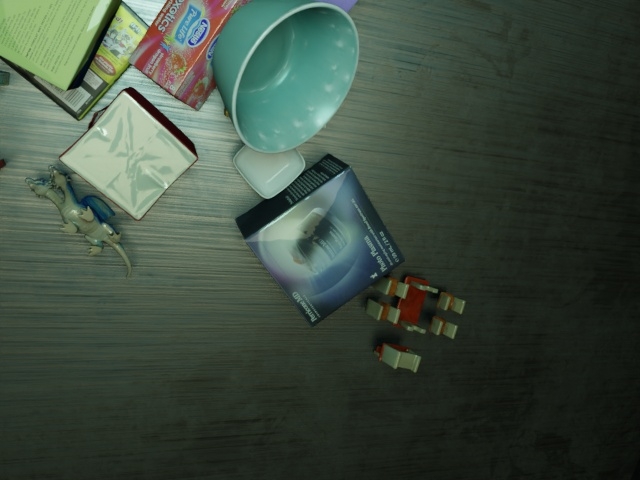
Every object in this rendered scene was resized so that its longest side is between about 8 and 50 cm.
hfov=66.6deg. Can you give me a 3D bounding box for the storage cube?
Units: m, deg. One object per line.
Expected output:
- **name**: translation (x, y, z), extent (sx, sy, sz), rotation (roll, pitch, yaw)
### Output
- **storage cube**: translation (-0.384, -0.184, 1.011), extent (0.183, 0.193, 0.215), rotation (-45, 114, 2)

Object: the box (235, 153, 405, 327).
- **box**: translation (0.000, 0.000, 1.205), extent (0.294, 0.183, 0.296), rotation (-35, 115, -1)

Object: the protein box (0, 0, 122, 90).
- **protein box**: translation (-0.506, -0.415, 0.883), extent (0.201, 0.136, 0.200), rotation (28, 99, -24)

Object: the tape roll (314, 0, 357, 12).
- **tape roll**: translation (0.049, -0.572, 0.963), extent (0.090, 0.275, 0.275), rotation (24, 100, -23)

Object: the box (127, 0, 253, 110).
- **box**: translation (-0.247, -0.414, 0.987), extent (0.128, 0.122, 0.257), rotation (37, 96, 8)

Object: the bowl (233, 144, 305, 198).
- **bowl**: translation (-0.124, -0.190, 1.168), extent (0.142, 0.053, 0.142), rotation (-41, 115, 0)

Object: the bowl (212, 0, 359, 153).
- **bowl**: translation (-0.089, -0.346, 0.970), extent (0.311, 0.163, 0.312), rotation (-35, 152, -22)

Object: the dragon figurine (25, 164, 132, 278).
- **dragon figurine**: translation (-0.509, -0.043, 1.080), extent (0.085, 0.144, 0.289), rotation (-40, 135, -3)

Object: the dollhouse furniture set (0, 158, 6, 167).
- **dollhouse furniture set**: translation (-0.711, -0.149, 0.824), extent (0.152, 0.374, 0.201), rotation (-36, 114, -8)

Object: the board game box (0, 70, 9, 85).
- **board game box**: translation (-0.687, -0.323, 0.915), extent (0.154, 0.103, 0.026), rotation (9, 106, -21)

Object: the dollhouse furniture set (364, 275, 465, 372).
- **dollhouse furniture set**: translation (0.247, 0.234, 1.416), extent (0.262, 0.135, 0.259), rotation (16, 92, -22)

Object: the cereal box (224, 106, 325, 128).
- **cereal box**: translation (-0.093, -0.358, 1.120), extent (0.240, 0.047, 0.173), rotation (2, 107, -18)

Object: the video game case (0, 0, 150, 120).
- **video game case**: translation (-0.518, -0.425, 0.971), extent (0.248, 0.035, 0.275), rotation (-47, 114, 3)
